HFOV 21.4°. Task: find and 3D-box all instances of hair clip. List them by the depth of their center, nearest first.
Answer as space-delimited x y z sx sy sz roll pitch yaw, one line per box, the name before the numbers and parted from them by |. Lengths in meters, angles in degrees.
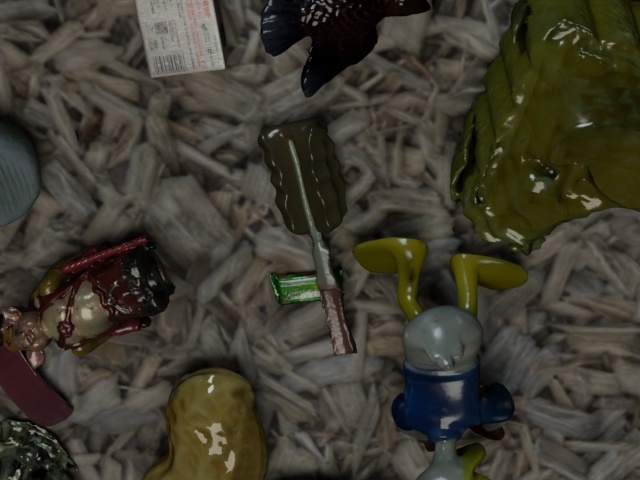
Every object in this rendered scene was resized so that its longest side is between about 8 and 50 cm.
hair clip | -0.364 0.180 2.103 0.054 0.022 0.137 -28 113 20

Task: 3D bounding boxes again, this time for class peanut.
peanut | -0.144 0.291 2.086 0.147 0.147 0.305 18 116 -6

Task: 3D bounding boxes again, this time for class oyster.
oyster | -0.398 0.357 2.178 0.199 0.087 0.252 39 101 -16

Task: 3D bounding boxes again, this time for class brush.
brush | 0.000 0.000 1.961 0.084 0.071 0.301 -7 114 17

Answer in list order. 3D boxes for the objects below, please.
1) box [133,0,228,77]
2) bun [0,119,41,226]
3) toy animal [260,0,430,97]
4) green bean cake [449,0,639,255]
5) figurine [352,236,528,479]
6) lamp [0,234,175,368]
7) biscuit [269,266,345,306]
box | -0.155 -0.246 1.857 0.089 0.043 0.125 -5 117 6
bun | -0.389 -0.080 1.931 0.141 0.083 0.141 -10 129 -13
toy animal | 0.028 -0.249 1.803 0.179 0.116 0.218 -2 123 3
green bean cake | 0.315 -0.100 1.819 0.310 0.202 0.285 16 119 -5
figurine | 0.129 0.203 1.965 0.204 0.338 0.283 3 152 9
lamp | -0.298 0.081 1.999 0.253 0.118 0.118 -20 115 12
biscuit | -0.015 0.056 2.021 0.089 0.016 0.046 -6 115 6
